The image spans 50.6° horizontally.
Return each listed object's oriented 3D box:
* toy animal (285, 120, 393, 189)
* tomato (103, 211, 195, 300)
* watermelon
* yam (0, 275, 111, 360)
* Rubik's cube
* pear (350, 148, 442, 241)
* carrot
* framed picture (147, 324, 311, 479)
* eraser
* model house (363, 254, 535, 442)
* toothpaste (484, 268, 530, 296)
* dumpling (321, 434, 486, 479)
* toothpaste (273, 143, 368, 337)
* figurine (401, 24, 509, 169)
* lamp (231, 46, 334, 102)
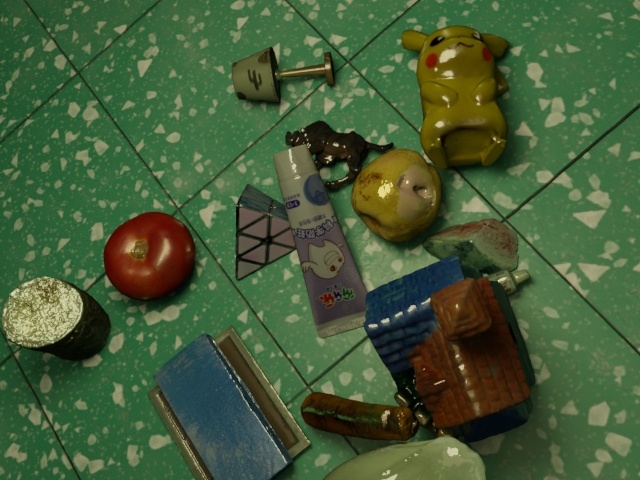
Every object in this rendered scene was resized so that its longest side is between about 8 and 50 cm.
[{"bbox_3d":[0.026,-0.186,1.395,0.233,0.084,0.148,6,64,22],"label":"toy animal"},{"bbox_3d":[-0.354,0.035,1.419,0.195,0.136,0.195,-4,73,13],"label":"tomato"},{"bbox_3d":[0.282,0.004,1.283,0.180,0.081,0.094,0,48,11],"label":"watermelon"},{"bbox_3d":[-0.523,0.166,1.384,0.154,0.254,0.154,-1,70,4],"label":"yam"},{"bbox_3d":[-0.103,-0.045,1.348,0.190,0.178,0.211,-3,74,13],"label":"Rubik's cube"},{"bbox_3d":[0.149,-0.089,1.287,0.178,0.178,0.178,-5,73,16],"label":"pear"},{"bbox_3d":[0.062,0.308,1.186,0.260,0.070,0.070,-9,68,49],"label":"carrot"},{"bbox_3d":[-0.185,0.350,1.338,0.231,0.018,0.293,-39,67,3],"label":"framed picture"},{"bbox_3d":[-0.193,0.342,1.309,0.144,0.042,0.312,-40,67,3],"label":"eraser"},{"bbox_3d":[0.198,0.181,1.079,0.252,0.329,0.295,-20,78,12],"label":"model house"},{"bbox_3d":[0.259,0.114,1.256,0.268,0.047,0.069,-24,89,11],"label":"toothpaste"},{"bbox_3d":[0.130,0.433,1.114,0.270,0.320,0.211,26,63,-11],"label":"dumpling"},{"bbox_3d":[0.000,0.000,1.319,0.125,0.080,0.371,-17,94,10],"label":"toothpaste"},{"bbox_3d":[0.276,-0.292,1.311,0.218,0.169,0.326,-1,76,1],"label":"figurine"},{"bbox_3d":[-0.079,-0.360,1.464,0.215,0.121,0.121,-5,72,6],"label":"lamp"}]
